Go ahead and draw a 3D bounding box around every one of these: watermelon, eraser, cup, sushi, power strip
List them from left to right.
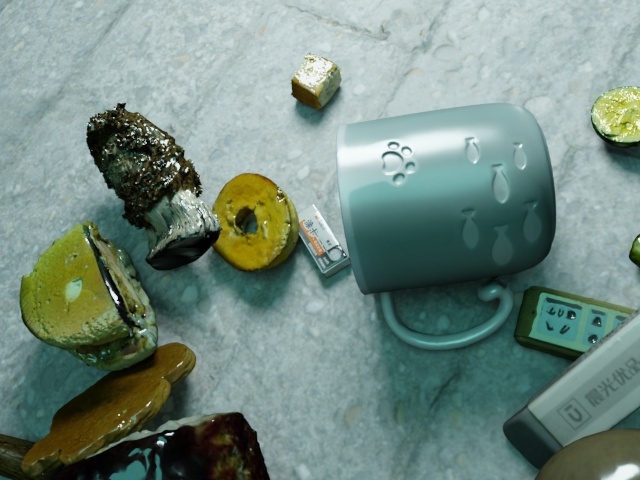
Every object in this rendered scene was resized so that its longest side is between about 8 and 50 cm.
[{"bbox_3d":[-0.189,0.392,0.774,0.281,0.299,0.294,-29,65,20],"label":"sushi"},{"bbox_3d":[0.000,0.000,1.023,0.052,0.029,0.122,-33,64,1],"label":"eraser"},{"bbox_3d":[0.189,-0.014,0.879,0.274,0.259,0.356,-8,98,12],"label":"cup"},{"bbox_3d":[0.387,0.170,0.779,0.352,0.061,0.089,-46,74,14],"label":"eraser"},{"bbox_3d":[0.481,-0.188,0.947,0.105,0.062,0.105,-9,61,18],"label":"watermelon"},{"bbox_3d":[0.467,0.150,0.817,0.387,0.066,0.092,14,76,19],"label":"power strip"}]

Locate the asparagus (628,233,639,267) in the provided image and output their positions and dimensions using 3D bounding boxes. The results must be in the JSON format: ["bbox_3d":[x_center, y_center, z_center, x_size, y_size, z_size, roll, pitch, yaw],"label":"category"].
[{"bbox_3d":[0.537,0.075,0.791,0.060,0.067,0.278,-37,45,-11],"label":"asparagus"}]

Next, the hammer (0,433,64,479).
[{"bbox_3d":[-0.616,0.351,1.034,0.409,0.095,0.242,10,72,13],"label":"hammer"}]

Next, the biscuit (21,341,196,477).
[{"bbox_3d":[-0.318,0.261,0.931,0.290,0.041,0.208,-36,21,-23],"label":"biscuit"}]

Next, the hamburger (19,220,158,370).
[{"bbox_3d":[-0.392,0.104,1.004,0.192,0.167,0.288,-37,57,3],"label":"hamburger"}]

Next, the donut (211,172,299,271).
[{"bbox_3d":[-0.109,-0.026,1.031,0.162,0.065,0.178,-51,60,12],"label":"donut"}]

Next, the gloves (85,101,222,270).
[{"bbox_3d":[-0.297,-0.100,1.059,0.135,0.210,0.312,-26,86,-28],"label":"gloves"}]

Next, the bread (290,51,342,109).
[{"bbox_3d":[-0.008,-0.293,1.119,0.070,0.077,0.083,33,80,12],"label":"bread"}]

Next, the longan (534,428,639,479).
[{"bbox_3d":[0.348,0.338,0.668,0.258,0.258,0.258,-5,68,13],"label":"longan"}]
